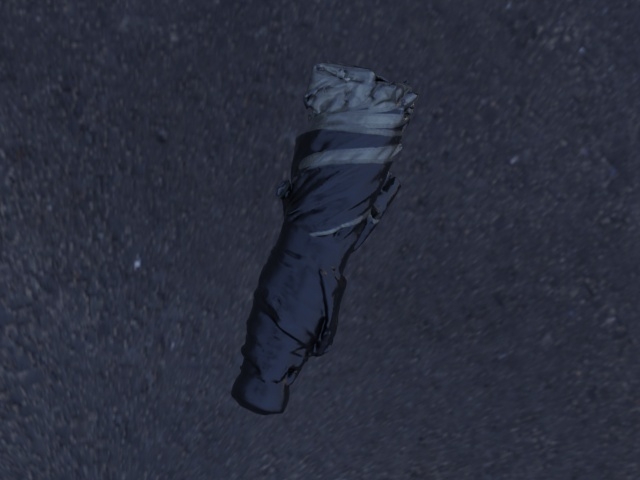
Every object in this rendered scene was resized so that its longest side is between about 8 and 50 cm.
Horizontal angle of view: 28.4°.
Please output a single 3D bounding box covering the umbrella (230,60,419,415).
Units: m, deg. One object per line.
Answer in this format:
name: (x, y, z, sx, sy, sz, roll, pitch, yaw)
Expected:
umbrella: (-0.005, -0.001, 1.242, 0.113, 0.106, 0.357, 18, 86, 12)
